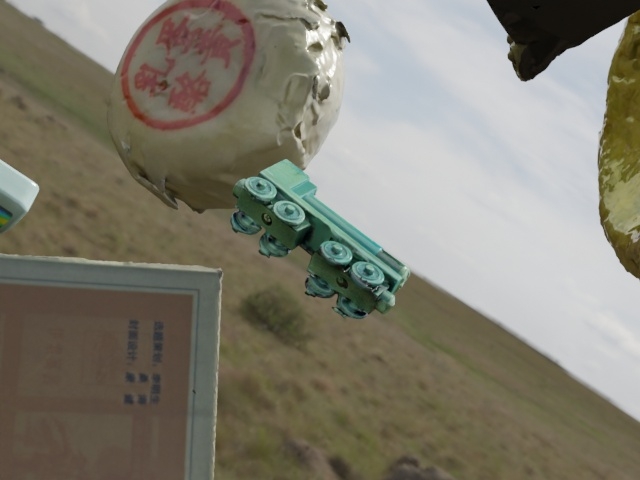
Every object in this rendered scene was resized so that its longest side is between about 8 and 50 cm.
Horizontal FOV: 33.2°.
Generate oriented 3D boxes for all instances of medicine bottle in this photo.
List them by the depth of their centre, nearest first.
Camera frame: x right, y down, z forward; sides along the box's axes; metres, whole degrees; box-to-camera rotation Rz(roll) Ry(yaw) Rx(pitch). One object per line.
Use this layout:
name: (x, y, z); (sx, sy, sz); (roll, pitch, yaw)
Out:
medicine bottle: (-0.522, -0.101, 1.510); (0.229, 0.083, 0.121); (36, -38, -26)

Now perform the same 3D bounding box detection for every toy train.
toy train: (0.000, 0.000, 0.486); (0.092, 0.029, 0.045); (38, 38, 15)

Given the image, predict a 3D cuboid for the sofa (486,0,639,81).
sofa: (0.153, -0.266, 0.696); (0.258, 0.200, 0.182); (48, 22, -31)

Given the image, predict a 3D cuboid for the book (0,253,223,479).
book: (-0.163, 0.085, 0.439); (0.242, 0.170, 0.018); (5, -16, -14)

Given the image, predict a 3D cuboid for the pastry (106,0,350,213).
pastry: (-0.094, -0.153, 1.096); (0.265, 0.264, 0.133); (34, -8, 30)

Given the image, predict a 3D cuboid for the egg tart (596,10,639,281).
egg tart: (0.327, -0.109, 0.903); (0.120, 0.314, 0.315); (10, 1, -3)
